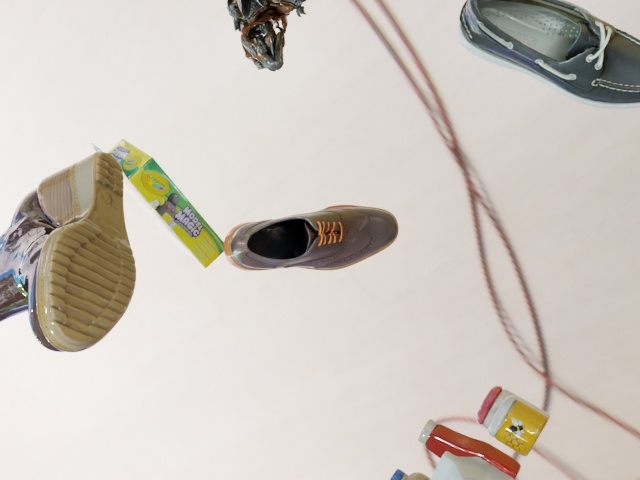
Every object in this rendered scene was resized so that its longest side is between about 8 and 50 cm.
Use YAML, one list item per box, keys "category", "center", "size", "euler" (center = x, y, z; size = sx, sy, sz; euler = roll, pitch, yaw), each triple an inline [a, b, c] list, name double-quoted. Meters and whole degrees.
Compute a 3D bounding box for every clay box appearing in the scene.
- category: "clay box"
  center: [-0.240, -0.065, 1.645]
  size: [0.222, 0.053, 0.127]
  euler: [54, 167, -33]

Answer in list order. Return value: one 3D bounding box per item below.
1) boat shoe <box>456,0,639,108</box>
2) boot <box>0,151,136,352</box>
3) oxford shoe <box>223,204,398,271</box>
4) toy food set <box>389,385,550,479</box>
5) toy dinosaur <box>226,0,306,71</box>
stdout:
- category: "boat shoe"
  center: [0.333, -0.260, 1.497]
  size: [0.303, 0.114, 0.091]
  euler: [14, 166, 0]
- category: "boot"
  center: [-0.260, 0.048, 0.995]
  size: [0.207, 0.248, 0.090]
  euler: [-37, 122, 24]
- category: "oxford shoe"
  center: [0.000, 0.000, 1.640]
  size: [0.098, 0.272, 0.096]
  euler: [169, 90, -71]
- category: "toy food set"
  center: [0.118, 0.206, 1.005]
  size: [0.105, 0.111, 0.232]
  euler: [30, 125, 15]
- category: "toy dinosaur"
  center: [-0.098, -0.393, 1.572]
  size: [0.322, 0.164, 0.218]
  euler: [58, 171, -29]
